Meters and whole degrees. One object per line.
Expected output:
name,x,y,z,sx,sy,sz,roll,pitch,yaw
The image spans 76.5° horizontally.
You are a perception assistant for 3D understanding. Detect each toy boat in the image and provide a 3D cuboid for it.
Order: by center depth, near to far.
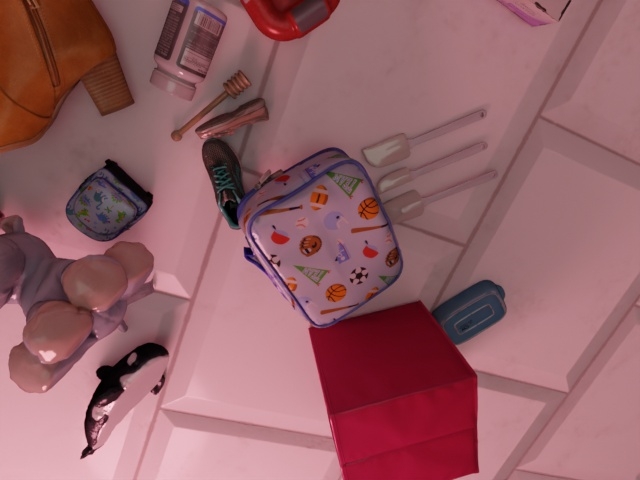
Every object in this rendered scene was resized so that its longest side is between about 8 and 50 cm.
toy boat,-0.063,-0.398,0.544,0.151,0.151,0.231,-33,114,5

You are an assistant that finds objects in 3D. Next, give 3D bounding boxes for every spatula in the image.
spatula,0.215,-0.138,0.774,0.242,0.019,0.168,-22,109,-1

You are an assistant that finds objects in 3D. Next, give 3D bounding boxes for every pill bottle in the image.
pill bottle,-0.200,-0.287,0.608,0.078,0.078,0.137,23,107,-18

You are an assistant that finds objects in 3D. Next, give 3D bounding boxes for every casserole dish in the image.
casserole dish,0.336,0.168,0.909,0.188,0.037,0.114,-33,113,6

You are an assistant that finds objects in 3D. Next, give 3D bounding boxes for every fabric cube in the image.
fabric cube,0.137,0.315,0.820,0.258,0.254,0.259,-13,113,-6

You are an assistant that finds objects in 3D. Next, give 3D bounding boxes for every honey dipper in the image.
honey dipper,-0.183,-0.216,0.668,0.161,0.030,0.030,-38,113,9

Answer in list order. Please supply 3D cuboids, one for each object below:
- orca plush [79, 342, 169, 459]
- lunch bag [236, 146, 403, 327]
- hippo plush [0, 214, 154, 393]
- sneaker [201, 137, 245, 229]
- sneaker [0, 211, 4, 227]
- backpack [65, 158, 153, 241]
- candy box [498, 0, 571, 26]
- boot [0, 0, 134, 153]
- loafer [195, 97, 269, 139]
orca plush,-0.416,0.302,0.833,0.151,0.102,0.287,-11,138,-54
lunch bag,0.000,0.000,0.716,0.243,0.115,0.303,-32,123,-3
hippo plush,-0.416,0.051,0.631,0.236,0.294,0.234,36,100,-5
sneaker,-0.158,-0.092,0.697,0.065,0.076,0.166,-19,114,-2
sneaker,-0.580,0.014,0.661,0.131,0.112,0.319,-18,130,-33
backpack,-0.357,-0.055,0.675,0.114,0.084,0.105,-40,111,11
candy box,0.347,-0.470,0.627,0.165,0.070,0.196,23,106,-18
boot,-0.437,-0.245,0.558,0.295,0.104,0.211,-28,123,-15
loafer,-0.142,-0.192,0.671,0.125,0.045,0.039,-29,127,-9
